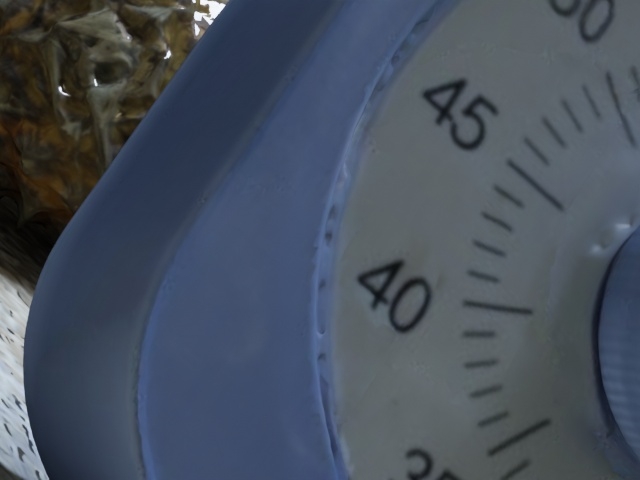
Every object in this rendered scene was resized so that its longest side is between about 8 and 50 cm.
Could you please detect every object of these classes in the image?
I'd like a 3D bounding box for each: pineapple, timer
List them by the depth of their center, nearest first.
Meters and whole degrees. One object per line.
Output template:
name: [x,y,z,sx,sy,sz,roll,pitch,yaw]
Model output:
timer: [0.122,0.023,0.564,0.395,0.395,0.173,39,-15,-20]
pineapple: [-0.116,-0.056,0.933,0.175,0.175,0.361,41,-11,8]
